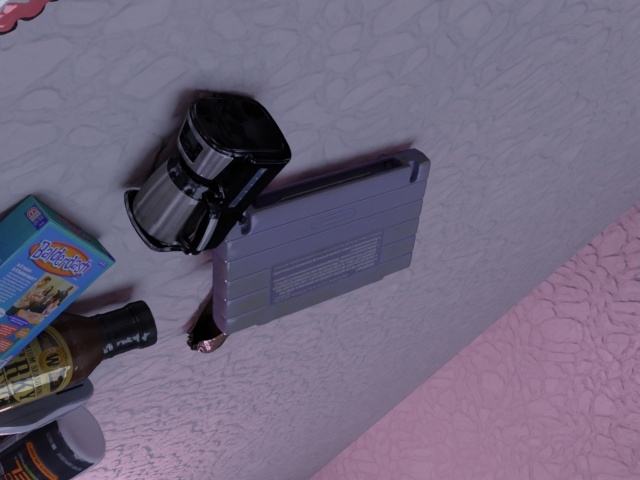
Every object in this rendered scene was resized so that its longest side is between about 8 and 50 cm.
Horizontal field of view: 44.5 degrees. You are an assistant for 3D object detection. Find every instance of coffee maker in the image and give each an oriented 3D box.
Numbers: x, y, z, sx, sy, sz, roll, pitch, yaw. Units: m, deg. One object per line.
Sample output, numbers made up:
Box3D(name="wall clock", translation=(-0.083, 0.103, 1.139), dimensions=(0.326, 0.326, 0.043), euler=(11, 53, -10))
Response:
Box3D(name="coffee maker", translation=(-0.122, -0.082, 0.924), dimensions=(0.178, 0.120, 0.171), euler=(-45, 176, 34))

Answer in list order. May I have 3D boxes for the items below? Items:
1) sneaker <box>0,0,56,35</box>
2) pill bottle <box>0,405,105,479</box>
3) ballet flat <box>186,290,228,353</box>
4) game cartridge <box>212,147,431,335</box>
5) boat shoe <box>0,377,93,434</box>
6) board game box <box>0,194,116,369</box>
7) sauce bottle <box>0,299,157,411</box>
Box3D(name="sneaker", translation=(-0.162, -0.242, 0.515), dimensions=(0.314, 0.116, 0.136), euler=(-28, 156, -7))
Box3D(name="pill bottle", translation=(-0.514, 0.397, 1.380), dimensions=(0.246, 0.130, 0.130), euler=(-34, 157, 7))
Box3D(name="ballet flat", translation=(-0.173, 0.126, 1.312), dimensions=(0.058, 0.084, 0.250), euler=(-15, 158, -36))
Box3D(name="game cartridge", translation=(0.000, 0.000, 1.197), dimensions=(0.355, 0.068, 0.230), euler=(-18, 139, -28))
Box3D(name="boat shoe", translation=(-0.460, 0.270, 1.230), dimensions=(0.076, 0.083, 0.226), euler=(-45, 157, 25))
Box3D(name="board game box", translation=(-0.363, 0.060, 0.917), dimensions=(0.210, 0.047, 0.160), euler=(-43, 157, -5))
Box3D(name="sauce bottle", translation=(-0.396, 0.162, 1.070), dimensions=(0.344, 0.111, 0.111), euler=(-19, 155, -29))
